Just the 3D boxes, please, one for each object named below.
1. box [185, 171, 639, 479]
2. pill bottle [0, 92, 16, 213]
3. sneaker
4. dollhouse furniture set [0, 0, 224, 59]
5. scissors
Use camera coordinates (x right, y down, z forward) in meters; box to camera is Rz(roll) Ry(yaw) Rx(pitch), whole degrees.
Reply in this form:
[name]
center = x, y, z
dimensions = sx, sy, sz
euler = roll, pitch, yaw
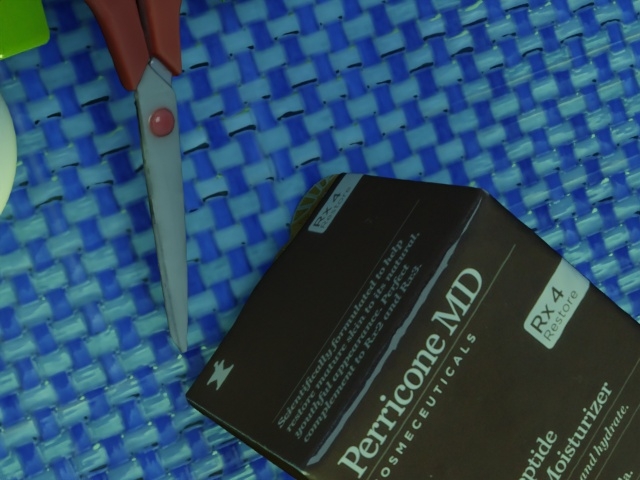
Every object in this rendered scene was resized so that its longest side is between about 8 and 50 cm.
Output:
[box]
center = 0.071, 0.089, 0.701
dimensions = 0.203, 0.167, 0.168
euler = 38, 80, -24
[pill bottle]
center = -0.208, -0.040, 0.605
dimensions = 0.117, 0.208, 0.118
euler = 0, 90, -18
[sneaker]
center = 0.000, 0.000, 0.769
dimensions = 0.037, 0.032, 0.083
euler = 32, 83, -31
[dollhouse furniture set]
center = -0.113, -0.238, 0.714
dimensions = 0.301, 0.151, 0.198
euler = -28, 119, -33
[scissors]
center = -0.080, -0.084, 0.668
dimensions = 0.109, 0.021, 0.297
euler = -36, 122, -31
